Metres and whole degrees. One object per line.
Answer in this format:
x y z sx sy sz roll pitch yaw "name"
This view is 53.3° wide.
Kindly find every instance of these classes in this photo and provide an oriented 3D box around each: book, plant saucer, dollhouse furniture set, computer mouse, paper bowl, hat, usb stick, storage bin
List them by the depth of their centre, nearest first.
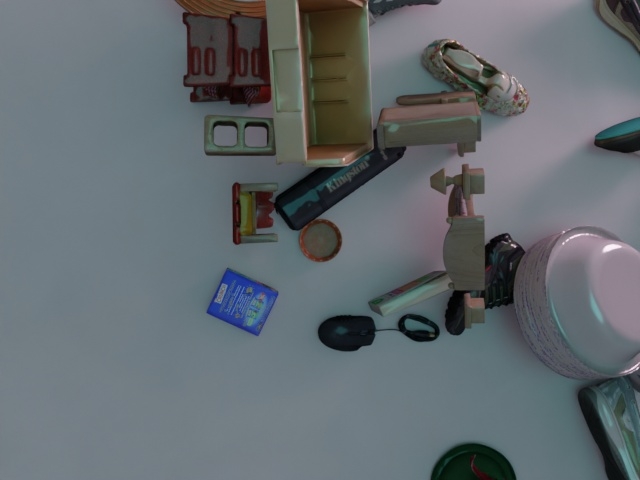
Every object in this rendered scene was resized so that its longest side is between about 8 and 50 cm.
0.004 -0.266 1.051 0.123 0.260 0.263 1 104 14 "storage bin"
-0.156 -0.183 1.109 0.152 0.201 0.375 0 92 -8 "dollhouse furniture set"
0.207 -0.069 1.181 0.173 0.303 0.356 -1 115 11 "dollhouse furniture set"
0.514 0.111 1.184 0.284 0.148 0.285 8 71 -24 "paper bowl"
0.305 0.486 1.184 0.208 0.183 0.173 26 87 -7 "hat"
0.168 0.100 1.207 0.144 0.096 0.035 -25 94 -8 "book"
0.038 -0.121 1.212 0.278 0.045 0.077 -35 94 -6 "usb stick"
0.000 0.000 1.224 0.083 0.013 0.084 0 91 -8 "plant saucer"
0.115 0.177 1.228 0.241 0.041 0.071 -2 90 -8 "computer mouse"

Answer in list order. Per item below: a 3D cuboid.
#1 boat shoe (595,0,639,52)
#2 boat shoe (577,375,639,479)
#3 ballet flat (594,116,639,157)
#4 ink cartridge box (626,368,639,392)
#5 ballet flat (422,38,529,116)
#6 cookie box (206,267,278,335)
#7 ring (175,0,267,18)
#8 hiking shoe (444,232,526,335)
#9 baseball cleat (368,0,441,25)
0.686 -0.426 1.274 0.285 0.092 0.103 35 86 -7 "boat shoe"
0.622 0.428 1.264 0.103 0.118 0.321 -24 87 -3 "boat shoe"
0.684 -0.223 1.279 0.280 0.095 0.096 -27 106 -7 "ballet flat"
0.716 0.203 1.176 0.131 0.306 0.226 45 86 -6 "ink cartridge box"
0.308 -0.313 1.232 0.240 0.077 0.091 24 86 -8 "ballet flat"
-0.145 0.114 1.191 0.107 0.040 0.092 26 87 -8 "cookie box"
-0.145 -0.532 1.165 0.336 0.032 0.337 3 79 -13 "ring"
0.334 0.101 1.234 0.114 0.086 0.227 35 85 -3 "hiking shoe"
0.127 -0.454 1.219 0.205 0.072 0.110 12 103 -3 "baseball cleat"
